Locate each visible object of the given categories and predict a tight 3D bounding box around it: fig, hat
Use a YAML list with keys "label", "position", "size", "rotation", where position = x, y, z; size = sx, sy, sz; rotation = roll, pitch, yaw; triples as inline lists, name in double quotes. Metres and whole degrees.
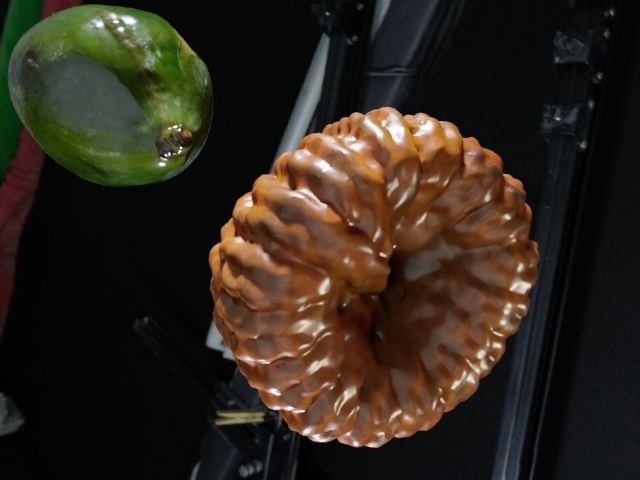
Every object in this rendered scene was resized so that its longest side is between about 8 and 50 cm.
- label: "fig"
  position: [-0.194, -0.127, 0.585]
  size: [0.245, 0.195, 0.195]
  rotation: [52, -58, 39]
- label: "hat"
  position: [0.000, 0.000, 0.609]
  size: [0.400, 0.285, 0.286]
  rotation: [29, -69, 62]
